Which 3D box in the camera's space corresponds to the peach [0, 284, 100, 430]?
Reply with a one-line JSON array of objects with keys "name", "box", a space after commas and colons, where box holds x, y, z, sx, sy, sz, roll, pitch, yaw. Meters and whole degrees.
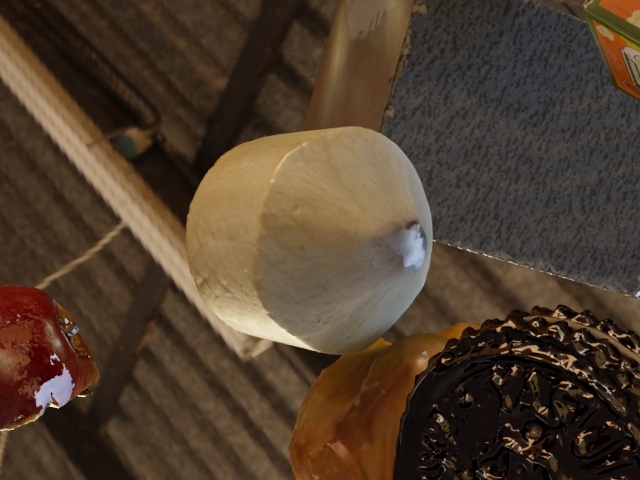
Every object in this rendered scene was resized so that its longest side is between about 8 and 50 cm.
[{"name": "peach", "box": [-0.392, 0.135, 1.309, 0.267, 0.159, 0.154, -15, -87, 8]}]

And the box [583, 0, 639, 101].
[{"name": "box", "box": [0.391, -0.237, 1.278, 0.148, 0.195, 0.177, 39, -89, 27]}]

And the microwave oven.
[{"name": "microwave oven", "box": [0.225, -0.141, 1.551, 0.236, 0.432, 0.374, 17, -87, 66]}]

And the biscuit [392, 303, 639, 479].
[{"name": "biscuit", "box": [0.119, 0.130, 0.654, 0.194, 0.053, 0.195, -1, -91, 40]}]

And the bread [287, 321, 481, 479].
[{"name": "bread", "box": [0.163, 0.235, 1.184, 0.394, 0.361, 0.250, 27, -85, 9]}]

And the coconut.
[{"name": "coconut", "box": [0.000, 0.000, 1.081, 0.222, 0.202, 0.202, 2, -67, 51]}]
